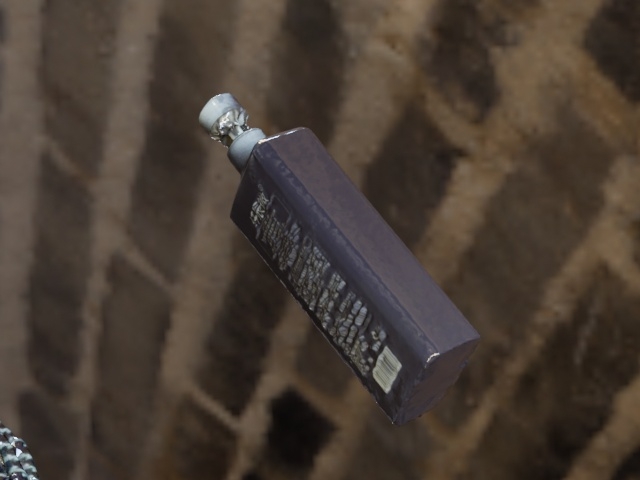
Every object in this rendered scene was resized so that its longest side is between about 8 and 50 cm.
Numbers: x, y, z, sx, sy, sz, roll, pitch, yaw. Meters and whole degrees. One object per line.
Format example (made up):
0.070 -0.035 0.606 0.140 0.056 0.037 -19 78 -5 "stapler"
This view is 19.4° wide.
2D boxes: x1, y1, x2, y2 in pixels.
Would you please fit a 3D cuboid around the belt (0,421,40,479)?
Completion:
-0.325 0.239 1.257 0.207 0.295 0.160 43 -38 25 "belt"

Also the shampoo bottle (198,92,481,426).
0.000 -0.001 1.498 0.309 0.071 0.098 50 -36 23 "shampoo bottle"
